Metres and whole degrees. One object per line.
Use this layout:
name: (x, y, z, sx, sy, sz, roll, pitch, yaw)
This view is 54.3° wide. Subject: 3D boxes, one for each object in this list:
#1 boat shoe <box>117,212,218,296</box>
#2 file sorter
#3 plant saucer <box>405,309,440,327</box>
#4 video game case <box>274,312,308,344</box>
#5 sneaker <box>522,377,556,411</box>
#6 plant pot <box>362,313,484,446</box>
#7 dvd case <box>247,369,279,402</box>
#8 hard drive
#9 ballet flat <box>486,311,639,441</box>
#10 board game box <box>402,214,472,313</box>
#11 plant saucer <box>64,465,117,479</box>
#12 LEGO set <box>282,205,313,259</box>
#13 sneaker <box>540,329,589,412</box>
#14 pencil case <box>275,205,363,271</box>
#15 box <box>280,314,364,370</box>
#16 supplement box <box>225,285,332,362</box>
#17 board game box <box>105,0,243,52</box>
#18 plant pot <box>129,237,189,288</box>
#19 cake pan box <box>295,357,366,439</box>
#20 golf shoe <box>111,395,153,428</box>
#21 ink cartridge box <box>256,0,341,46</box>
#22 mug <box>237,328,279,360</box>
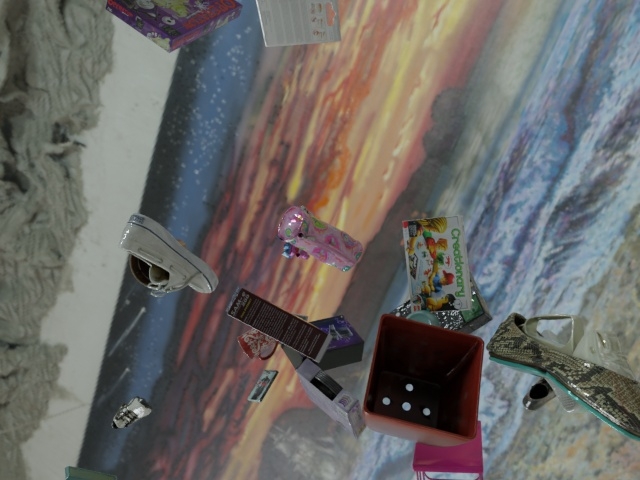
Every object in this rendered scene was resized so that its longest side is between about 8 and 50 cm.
boat shoe: (-0.424, 0.087, 1.718, 0.156, 0.136, 0.367, -64, -34, -21)
file sorter: (0.407, 0.711, 1.951, 0.291, 0.202, 0.182, -41, -54, -73)
plant saucer: (0.282, 0.252, 1.790, 0.119, 0.119, 0.021, -60, -38, -12)
video game case: (-0.142, 0.378, 2.662, 0.019, 0.157, 0.143, -172, 94, -79)
sneaker: (0.794, 0.495, 2.146, 0.222, 0.083, 0.118, -40, -27, -16)
plant pot: (0.241, 0.383, 1.586, 0.236, 0.267, 0.267, 101, -176, -55)
dvd case: (-0.194, 0.492, 2.115, 0.087, 0.013, 0.119, -14, 37, 56)
hard drive: (0.415, 0.267, 2.194, 0.339, 0.237, 0.064, -38, -51, 21)
ballet flat: (0.540, 0.253, 1.360, 0.182, 0.164, 0.483, -67, 20, 0)
board game box: (0.377, 0.078, 2.014, 0.053, 0.193, 0.305, -1, -95, -69)
plant saucer: (-0.801, 0.833, 2.192, 0.192, 0.067, 0.018, 28, -83, -31)
LEGO set: (-0.066, -0.001, 2.183, 0.087, 0.093, 0.227, -40, 28, 41)
sneaker: (0.692, 0.359, 1.699, 0.256, 0.151, 0.094, -101, 27, -46)
pencil case: (0.000, 0.000, 1.937, 0.284, 0.124, 0.124, 29, -92, -37)
box: (0.006, 0.391, 2.347, 0.261, 0.184, 0.103, -9, -59, -26)
supplement box: (-0.101, 0.194, 1.461, 0.073, 0.239, 0.130, -62, 8, -7)
board game box: (-0.385, -0.634, 1.693, 0.056, 0.208, 0.347, -52, 0, 42)
plant pot: (-0.517, 0.061, 2.057, 0.165, 0.167, 0.167, -48, -17, -80)
cake pan box: (0.038, 0.546, 2.152, 0.070, 0.246, 0.267, -46, -33, -20)
golf shoe: (-0.620, 0.574, 2.042, 0.198, 0.077, 0.094, -36, 12, 45)
ink cartridge box: (-0.060, -0.638, 1.745, 0.181, 0.225, 0.056, 80, -173, -50)
mug: (-0.236, 0.406, 2.585, 0.169, 0.113, 0.150, -35, -38, 0)
